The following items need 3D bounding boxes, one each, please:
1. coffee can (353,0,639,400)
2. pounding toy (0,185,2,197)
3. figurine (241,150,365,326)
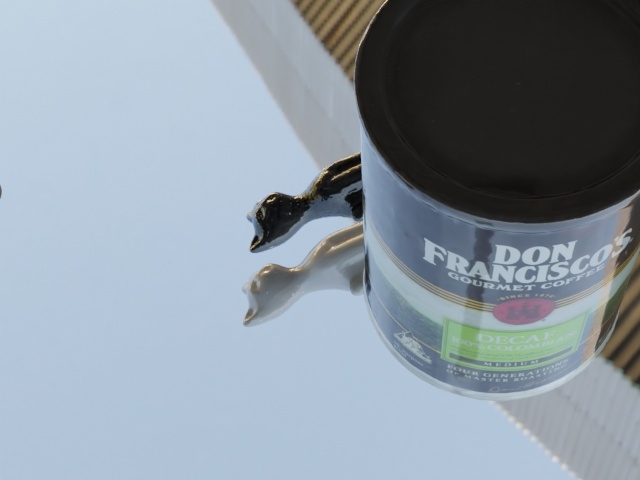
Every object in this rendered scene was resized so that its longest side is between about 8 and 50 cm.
[{"bbox_3d":[0.127,-0.033,0.908,0.202,0.275,0.201,-1,-118,2],"label":"coffee can"},{"bbox_3d":[-0.429,-0.029,1.357,0.154,0.155,0.269,9,-142,-35],"label":"pounding toy"},{"bbox_3d":[0.000,0.000,1.528,0.210,0.092,0.214,-20,-143,18],"label":"figurine"}]
